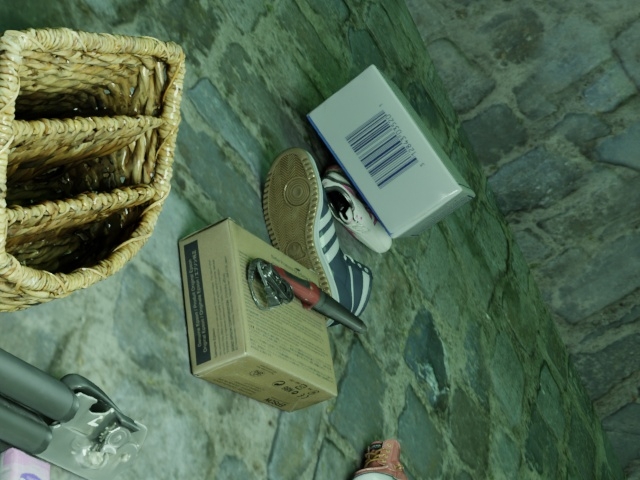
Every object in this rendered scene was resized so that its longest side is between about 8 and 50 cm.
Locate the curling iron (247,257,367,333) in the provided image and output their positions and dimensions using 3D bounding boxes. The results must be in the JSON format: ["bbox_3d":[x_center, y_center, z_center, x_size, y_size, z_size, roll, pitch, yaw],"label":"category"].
[{"bbox_3d":[-0.015,0.085,1.431,0.274,0.035,0.068,31,46,-55],"label":"curling iron"}]

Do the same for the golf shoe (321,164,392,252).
[{"bbox_3d":[0.058,-0.041,1.904,0.186,0.067,0.086,50,32,-18],"label":"golf shoe"}]

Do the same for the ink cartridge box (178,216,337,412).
[{"bbox_3d":[-0.080,0.105,1.424,0.235,0.088,0.193,34,38,-53],"label":"ink cartridge box"}]

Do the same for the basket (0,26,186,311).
[{"bbox_3d":[-0.248,-0.059,1.019,0.213,0.223,0.299,69,22,2],"label":"basket"}]

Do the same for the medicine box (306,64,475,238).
[{"bbox_3d":[0.133,-0.149,1.923,0.263,0.149,0.289,56,10,7],"label":"medicine box"}]

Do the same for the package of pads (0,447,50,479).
[{"bbox_3d":[-0.268,0.231,0.960,0.050,0.032,0.083,39,36,-46],"label":"package of pads"}]

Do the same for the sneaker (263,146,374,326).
[{"bbox_3d":[0.000,0.000,1.681,0.153,0.099,0.282,8,69,-59],"label":"sneaker"}]

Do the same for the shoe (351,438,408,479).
[{"bbox_3d":[0.084,0.341,1.623,0.178,0.064,0.081,35,38,-61],"label":"shoe"}]

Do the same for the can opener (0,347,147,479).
[{"bbox_3d":[-0.274,0.147,1.004,0.095,0.076,0.283,39,-2,46],"label":"can opener"}]
